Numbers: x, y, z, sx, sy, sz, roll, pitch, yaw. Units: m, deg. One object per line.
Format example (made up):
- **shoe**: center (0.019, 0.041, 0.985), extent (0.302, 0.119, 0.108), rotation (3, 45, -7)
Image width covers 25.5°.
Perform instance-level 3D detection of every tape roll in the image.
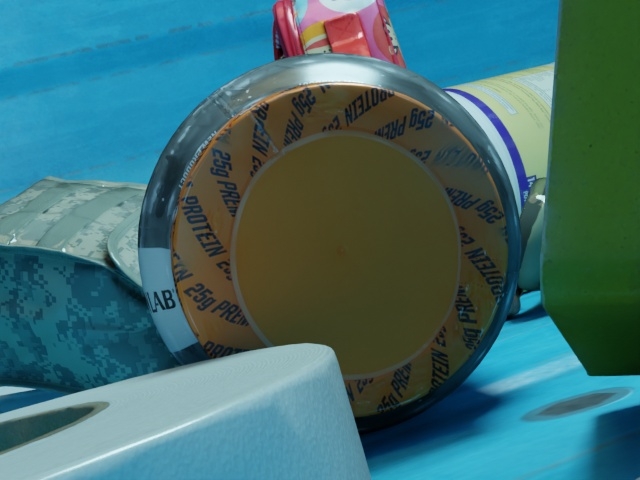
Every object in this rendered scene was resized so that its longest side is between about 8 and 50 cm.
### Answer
- **tape roll**: center (-0.171, 0.125, 0.529), extent (0.392, 0.072, 0.392), rotation (-15, 0, 0)

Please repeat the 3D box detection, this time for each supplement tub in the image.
- **supplement tub**: center (0.261, -0.090, 1.733), extent (0.331, 0.241, 0.241), rotation (-16, 0, -31)
- **supplement tub**: center (0.000, 0.000, 0.838), extent (0.207, 0.207, 0.338), rotation (-16, 2, -2)

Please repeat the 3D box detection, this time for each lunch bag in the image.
- **lunch bag**: center (-0.182, 0.042, 1.335), extent (0.287, 0.169, 0.235), rotation (6, 20, 16)
- **lunch bag**: center (0.045, -0.069, 1.214), extent (0.120, 0.293, 0.258), rotation (-15, -18, 2)

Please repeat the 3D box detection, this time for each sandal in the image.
- **sandal**: center (0.239, -0.003, 1.232), extent (0.086, 0.120, 0.303), rotation (14, 14, 22)

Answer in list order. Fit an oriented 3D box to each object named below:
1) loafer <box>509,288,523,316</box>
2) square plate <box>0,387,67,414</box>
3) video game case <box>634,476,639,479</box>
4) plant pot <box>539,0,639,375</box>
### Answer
- **loafer**: center (0.158, 0.047, 1.217), extent (0.039, 0.045, 0.125), rotation (1, 11, 14)
- **square plate**: center (-0.259, 0.159, 1.556), extent (0.347, 0.049, 0.344), rotation (-16, 0, 38)
- **video game case**: center (0.194, 0.043, 0.368), extent (0.201, 0.023, 0.183), rotation (-16, 0, -43)
- **plant pot**: center (0.192, -0.059, 0.523), extent (0.187, 0.212, 0.212), rotation (3, -11, 15)
